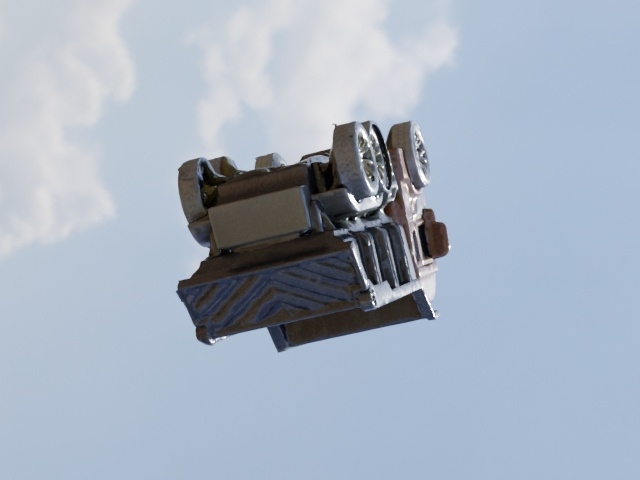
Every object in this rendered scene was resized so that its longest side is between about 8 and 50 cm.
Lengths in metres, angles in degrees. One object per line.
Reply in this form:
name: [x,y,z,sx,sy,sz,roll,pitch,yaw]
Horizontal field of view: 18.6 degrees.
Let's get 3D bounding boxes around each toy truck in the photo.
toy truck: [0.000,0.000,0.855,0.083,0.092,0.192,-13,180,14]
